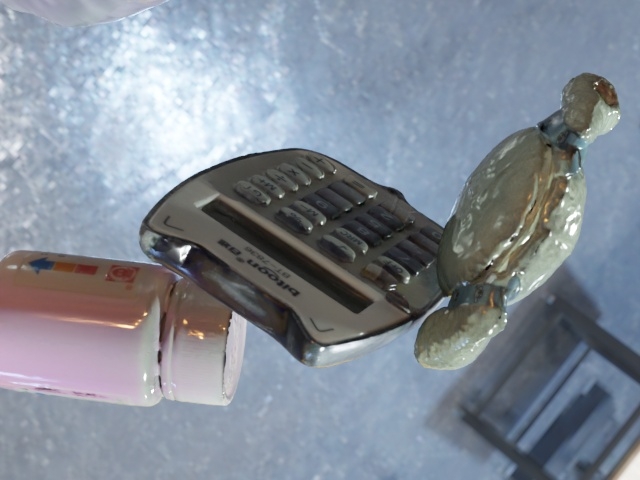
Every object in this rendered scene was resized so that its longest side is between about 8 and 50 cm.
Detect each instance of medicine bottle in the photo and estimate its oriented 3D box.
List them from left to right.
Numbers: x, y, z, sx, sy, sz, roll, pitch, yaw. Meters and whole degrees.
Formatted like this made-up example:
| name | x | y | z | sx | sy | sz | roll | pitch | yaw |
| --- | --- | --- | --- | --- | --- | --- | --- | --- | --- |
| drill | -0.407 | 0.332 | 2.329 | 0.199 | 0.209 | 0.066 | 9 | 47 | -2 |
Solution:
| name | x | y | z | sx | sy | sz | roll | pitch | yaw |
| --- | --- | --- | --- | --- | --- | --- | --- | --- | --- |
| medicine bottle | -0.211 | 0.095 | 1.413 | 0.152 | 0.254 | 0.152 | 7 | 90 | -86 |

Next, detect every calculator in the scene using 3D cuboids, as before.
| name | x | y | z | sx | sy | sz | roll | pitch | yaw |
| --- | --- | --- | --- | --- | --- | --- | --- | --- | --- |
| calculator | 0.000 | 0.000 | 0.900 | 0.268 | 0.177 | 0.040 | -32 | 152 | -57 |

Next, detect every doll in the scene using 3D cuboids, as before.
| name | x | y | z | sx | sy | sz | roll | pitch | yaw |
| --- | --- | --- | --- | --- | --- | --- | --- | --- | --- |
| doll | 0.120 | -0.013 | 0.840 | 0.214 | 0.071 | 0.103 | -58 | -177 | -1 |

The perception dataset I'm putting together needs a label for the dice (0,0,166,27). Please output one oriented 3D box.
| name | x | y | z | sx | sy | sz | roll | pitch | yaw |
| --- | --- | --- | --- | --- | --- | --- | --- | --- | --- |
| dice | -0.077 | -0.264 | 0.528 | 0.271 | 0.270 | 0.270 | -47 | 113 | -21 |
